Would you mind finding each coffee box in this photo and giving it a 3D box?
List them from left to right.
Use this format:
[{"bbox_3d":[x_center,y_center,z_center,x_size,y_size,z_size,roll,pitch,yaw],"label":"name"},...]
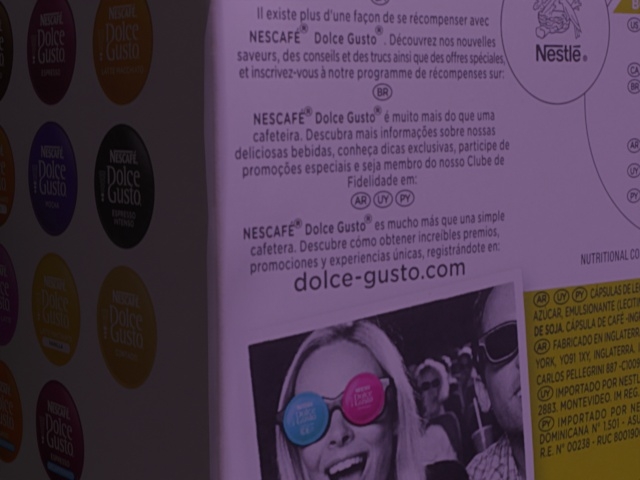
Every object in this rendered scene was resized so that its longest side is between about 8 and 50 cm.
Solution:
[{"bbox_3d":[0.000,0.000,0.764,0.338,0.337,0.334,-5,97,-35],"label":"coffee box"}]
